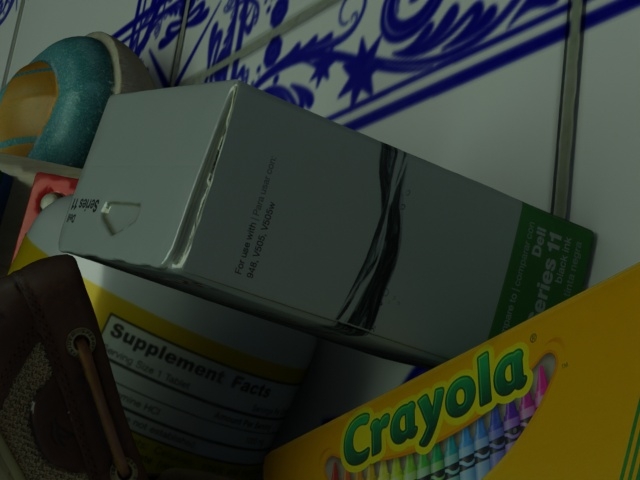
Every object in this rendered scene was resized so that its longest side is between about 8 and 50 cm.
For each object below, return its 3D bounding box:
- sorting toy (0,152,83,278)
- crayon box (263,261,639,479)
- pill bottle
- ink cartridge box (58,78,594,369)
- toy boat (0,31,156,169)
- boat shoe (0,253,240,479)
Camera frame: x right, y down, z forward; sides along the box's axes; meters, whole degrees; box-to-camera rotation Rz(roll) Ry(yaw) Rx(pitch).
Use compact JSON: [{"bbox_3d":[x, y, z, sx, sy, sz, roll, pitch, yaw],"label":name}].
[{"bbox_3d":[-0.230,0.061,0.940,0.257,0.089,0.256,12,82,19],"label":"sorting toy"},{"bbox_3d":[0.080,0.137,0.541,0.278,0.081,0.165,-35,46,46],"label":"crayon box"},{"bbox_3d":[-0.118,0.092,0.774,0.188,0.188,0.334,28,93,60],"label":"pill bottle"},{"bbox_3d":[0.000,0.000,0.621,0.153,0.208,0.087,6,78,59],"label":"ink cartridge box"},{"bbox_3d":[-0.251,-0.035,1.113,0.267,0.148,0.318,-27,51,50],"label":"toy boat"},{"bbox_3d":[-0.082,0.162,0.638,0.123,0.342,0.123,-31,18,-14],"label":"boat shoe"}]
